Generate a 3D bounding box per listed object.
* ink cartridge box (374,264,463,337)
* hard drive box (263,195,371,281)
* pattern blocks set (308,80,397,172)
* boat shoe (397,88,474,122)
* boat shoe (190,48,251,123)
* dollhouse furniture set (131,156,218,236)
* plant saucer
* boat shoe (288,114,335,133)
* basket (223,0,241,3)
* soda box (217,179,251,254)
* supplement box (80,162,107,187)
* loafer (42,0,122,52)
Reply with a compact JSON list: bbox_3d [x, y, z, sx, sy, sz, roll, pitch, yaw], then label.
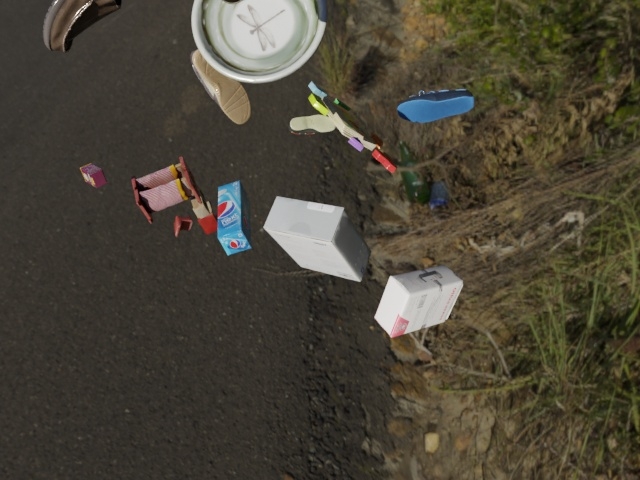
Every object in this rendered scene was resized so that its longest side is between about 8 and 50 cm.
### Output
[{"bbox_3d":[0.278,0.167,1.527,0.218,0.158,0.092,-7,38,-34],"label":"ink cartridge box"},{"bbox_3d":[0.000,0.000,1.302,0.181,0.232,0.089,12,70,26],"label":"hard drive box"},{"bbox_3d":[0.078,-0.328,1.535,0.026,0.285,0.325,-48,34,22],"label":"pattern blocks set"},{"bbox_3d":[0.397,-0.467,1.880,0.258,0.109,0.089,-1,43,8],"label":"boat shoe"},{"bbox_3d":[-0.334,-0.519,1.819,0.103,0.285,0.092,-43,36,-7],"label":"boat shoe"},{"bbox_3d":[-0.514,-0.110,2.004,0.201,0.374,0.152,-24,54,-3],"label":"dollhouse furniture set"},{"bbox_3d":[-0.174,-0.647,1.608,0.400,0.100,0.400,0,86,6],"label":"plant saucer"},{"bbox_3d":[-0.024,-0.322,1.515,0.133,0.042,0.049,-4,87,-15],"label":"boat shoe"},{"bbox_3d":[-0.098,-0.611,1.140,0.227,0.204,0.154,-31,86,-34],"label":"basket"},{"bbox_3d":[-0.229,-0.064,1.440,0.067,0.071,0.210,-17,44,6],"label":"soda box"},{"bbox_3d":[-0.744,-0.213,1.780,0.083,0.055,0.043,24,46,39],"label":"supplement box"},{"bbox_3d":[-0.568,-0.607,1.356,0.366,0.130,0.134,-45,29,24],"label":"loafer"}]
